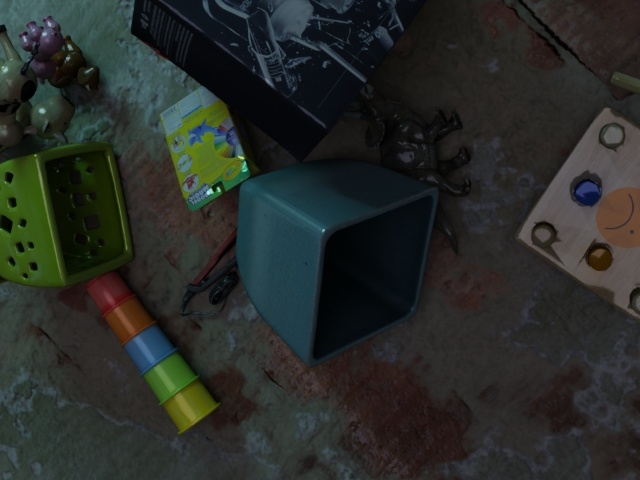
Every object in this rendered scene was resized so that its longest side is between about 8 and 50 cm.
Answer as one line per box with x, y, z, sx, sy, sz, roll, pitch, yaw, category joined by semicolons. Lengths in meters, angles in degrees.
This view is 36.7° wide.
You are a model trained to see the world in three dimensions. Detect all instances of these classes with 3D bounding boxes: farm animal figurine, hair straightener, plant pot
-0.507;-0.215;1.594;0.326;0.330;0.172;-29;94;14;farm animal figurine
-0.163;0.062;1.695;0.089;0.047;0.230;45;105;4;hair straightener
0.000;0.000;1.530;0.252;0.247;0.248;34;131;37;plant pot
-0.483;-0.039;1.672;0.207;0.227;0.228;-8;97;21;plant pot

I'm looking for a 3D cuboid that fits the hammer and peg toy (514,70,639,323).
0.495;-0.085;1.481;0.266;0.127;0.361;34;104;9;hammer and peg toy

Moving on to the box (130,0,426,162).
-0.036;-0.348;1.351;0.312;0.179;0.343;37;74;-7;box

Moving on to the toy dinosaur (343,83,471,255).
0.157;-0.125;1.577;0.160;0.121;0.314;-18;98;27;toy dinosaur

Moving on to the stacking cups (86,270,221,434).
-0.300;0.190;1.728;0.096;0.096;0.316;-34;86;15;stacking cups

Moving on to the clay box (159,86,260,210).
-0.184;-0.153;1.612;0.127;0.053;0.222;-31;57;15;clay box

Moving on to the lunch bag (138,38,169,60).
-0.136;-0.298;1.531;0.293;0.258;0.120;32;103;8;lunch bag
